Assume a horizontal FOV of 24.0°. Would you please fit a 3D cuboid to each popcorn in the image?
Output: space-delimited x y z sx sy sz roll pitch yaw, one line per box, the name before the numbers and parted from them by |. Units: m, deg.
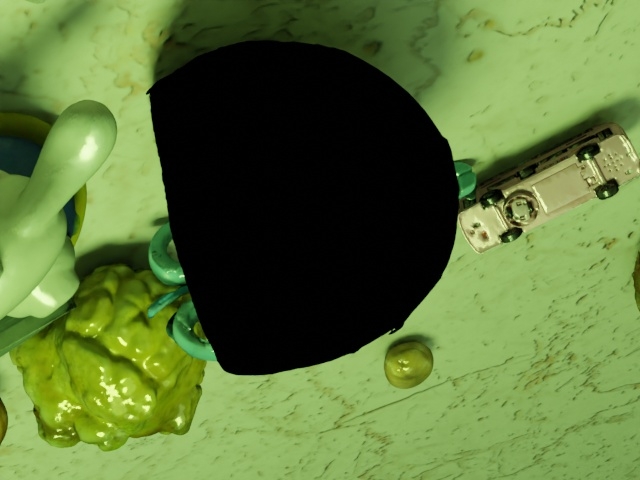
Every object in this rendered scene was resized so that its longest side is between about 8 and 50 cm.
popcorn | -0.223 0.120 1.586 0.203 0.200 0.226 6 -176 7

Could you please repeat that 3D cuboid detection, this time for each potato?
potato | 0.113 0.161 1.945 0.068 0.062 0.083 -52 177 2

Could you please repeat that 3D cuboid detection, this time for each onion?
onion | -0.003 -0.032 1.331 0.260 0.282 0.336 -12 149 -9

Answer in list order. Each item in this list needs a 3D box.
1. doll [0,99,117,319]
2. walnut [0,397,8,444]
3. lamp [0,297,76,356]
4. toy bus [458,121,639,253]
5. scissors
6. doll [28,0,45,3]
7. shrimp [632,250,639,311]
doll | -0.286 0.027 1.269 0.311 0.243 0.159 -53 127 -12
walnut | -0.418 0.224 1.684 0.116 0.115 0.207 12 137 -43
lamp | -0.395 0.139 1.450 0.269 0.047 0.266 -32 -178 -44
toy bus | 0.245 -0.058 1.630 0.203 0.090 0.063 -27 106 11
scissors | 0.000 0.000 1.542 0.393 0.180 0.032 -22 150 -22
doll | -0.184 -0.245 1.080 0.217 0.085 0.183 -17 153 32
shrimp | 0.469 0.042 1.968 0.150 0.068 0.249 -40 152 10
